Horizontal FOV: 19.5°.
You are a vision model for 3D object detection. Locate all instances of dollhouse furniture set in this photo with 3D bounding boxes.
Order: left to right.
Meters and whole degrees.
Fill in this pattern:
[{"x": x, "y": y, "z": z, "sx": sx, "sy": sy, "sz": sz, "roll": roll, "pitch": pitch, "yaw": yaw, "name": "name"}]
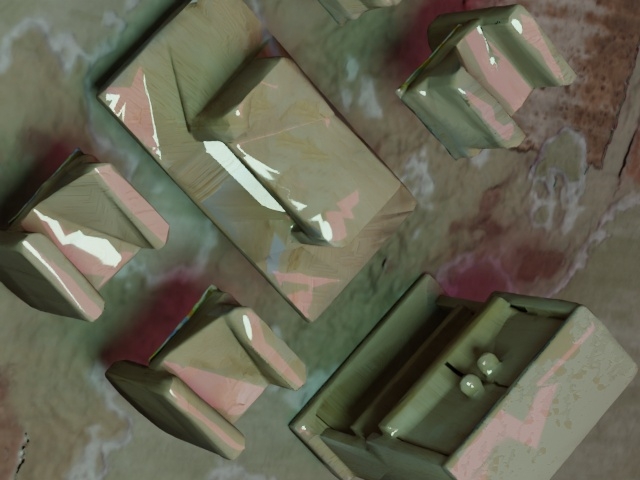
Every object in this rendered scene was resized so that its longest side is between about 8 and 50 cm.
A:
[{"x": 0.000, "y": 0.000, "z": 1.334, "sx": 0.362, "sy": 0.256, "sz": 0.394, "roll": -48, "pitch": 110, "yaw": -16, "name": "dollhouse furniture set"}]
